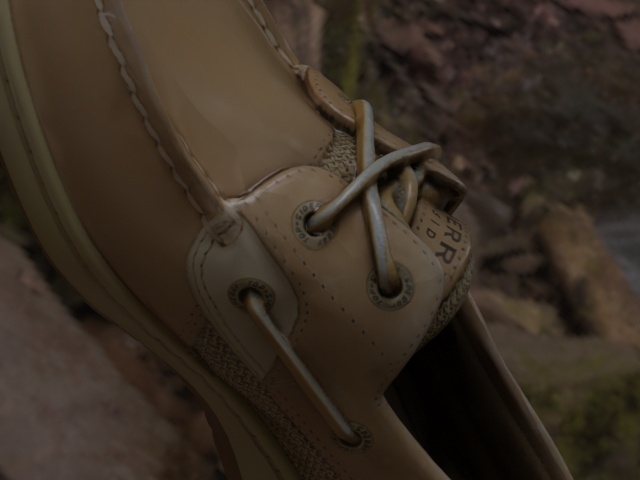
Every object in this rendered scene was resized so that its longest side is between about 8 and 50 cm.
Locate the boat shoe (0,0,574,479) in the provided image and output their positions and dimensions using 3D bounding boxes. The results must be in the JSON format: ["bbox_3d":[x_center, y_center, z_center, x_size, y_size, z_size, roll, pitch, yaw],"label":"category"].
[{"bbox_3d":[0.000,0.000,0.572,0.341,0.110,0.121,61,34,-32],"label":"boat shoe"}]
